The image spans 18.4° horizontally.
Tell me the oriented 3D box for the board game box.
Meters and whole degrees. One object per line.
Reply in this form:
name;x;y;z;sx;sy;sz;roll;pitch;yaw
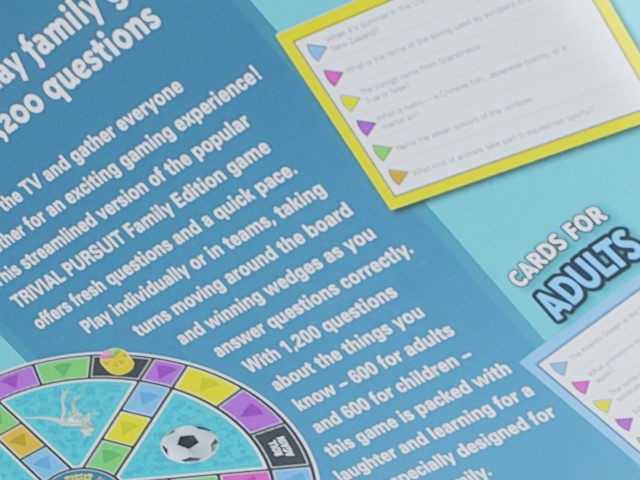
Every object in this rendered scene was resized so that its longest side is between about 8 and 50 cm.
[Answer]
board game box;0.000;0.000;0.429;0.254;0.336;0.079;-29;-161;37
